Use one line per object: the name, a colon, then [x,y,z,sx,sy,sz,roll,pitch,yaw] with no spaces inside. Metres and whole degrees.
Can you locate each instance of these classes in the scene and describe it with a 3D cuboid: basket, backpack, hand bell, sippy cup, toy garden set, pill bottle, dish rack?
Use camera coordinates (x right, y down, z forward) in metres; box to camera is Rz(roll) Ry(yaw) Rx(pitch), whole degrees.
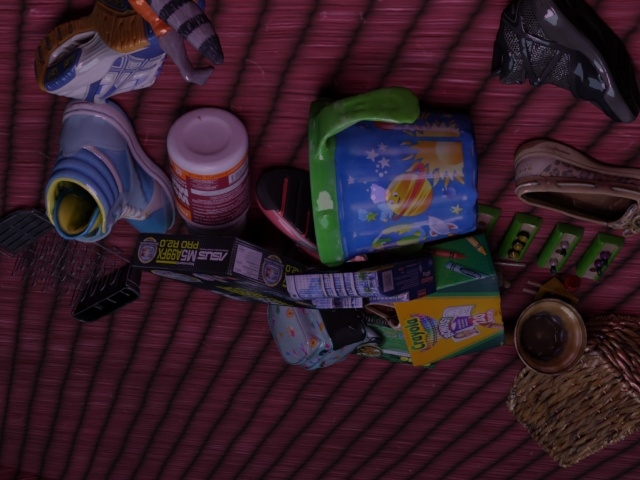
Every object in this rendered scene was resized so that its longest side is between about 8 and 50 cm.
basket: [0.506,0.238,1.962,0.213,0.223,0.299,48,144,6]
backpack: [-0.012,0.146,1.911,0.144,0.166,0.188,-20,162,-18]
hand bell: [0.354,0.163,1.869,0.126,0.126,0.242,18,174,-9]
sippy cup: [0.105,-0.088,1.500,0.224,0.240,0.305,-4,-176,5]
toy garden set: [0.341,0.040,1.754,0.244,0.049,0.204,13,147,-2]
pill bottle: [-0.167,-0.092,1.651,0.121,0.121,0.221,9,147,4]
dish rack: [-0.484,0.044,1.999,0.271,0.074,0.208,33,141,-29]

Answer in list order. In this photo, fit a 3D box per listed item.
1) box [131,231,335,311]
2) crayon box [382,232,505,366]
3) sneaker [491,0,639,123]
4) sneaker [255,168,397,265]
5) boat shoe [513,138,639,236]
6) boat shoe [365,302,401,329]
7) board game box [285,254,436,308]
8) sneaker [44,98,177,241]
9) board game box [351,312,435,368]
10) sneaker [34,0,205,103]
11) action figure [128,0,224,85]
box: [-0.131,0.052,1.727,0.216,0.060,0.270,2,167,38]
crayon box: [0.206,0.102,1.749,0.165,0.081,0.278,-14,150,5]
sneaker: [0.302,-0.220,1.347,0.227,0.087,0.130,37,141,-28]
sneaker: [0.000,0.001,1.744,0.314,0.116,0.136,32,143,-29]
boat shoe: [0.408,-0.055,1.553,0.285,0.089,0.104,17,146,-8]
boat shoe: [0.141,0.133,1.947,0.170,0.059,0.063,30,143,-25]
board game box: [0.041,0.064,1.563,0.194,0.060,0.194,-5,-177,30]
sneaker: [-0.334,-0.052,1.685,0.127,0.208,0.319,-3,145,20]
board game box: [0.102,0.186,2.069,0.259,0.030,0.136,10,145,3]
sneaker: [-0.250,-0.271,1.450,0.296,0.112,0.131,-17,159,35]
action figure: [-0.193,-0.362,1.188,0.330,0.178,0.341,37,137,-11]
